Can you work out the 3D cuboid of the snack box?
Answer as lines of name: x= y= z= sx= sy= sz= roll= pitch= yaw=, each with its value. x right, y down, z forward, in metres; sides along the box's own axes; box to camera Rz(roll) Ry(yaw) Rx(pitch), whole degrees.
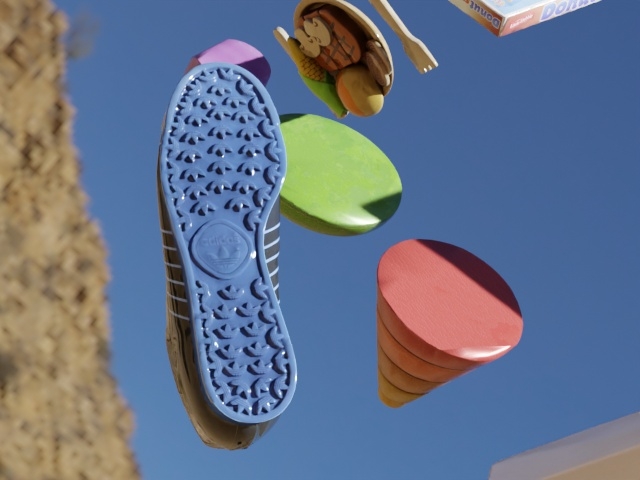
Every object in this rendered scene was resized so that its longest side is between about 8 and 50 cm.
snack box: x=0.183 y=-0.209 z=1.512 sx=0.064 sy=0.178 sz=0.022 roll=42 pitch=-44 yaw=29

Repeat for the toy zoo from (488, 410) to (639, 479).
toy zoo: x=0.164 y=0.149 z=0.570 sx=0.192 sy=0.030 sz=0.293 roll=-10 pitch=-75 yaw=13

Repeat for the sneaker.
sneaker: x=-0.063 y=0.012 z=1.131 sx=0.081 sy=0.232 sz=0.090 roll=2 pitch=-22 yaw=-16

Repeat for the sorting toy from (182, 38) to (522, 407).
sorting toy: x=0.000 y=0.000 z=1.493 sx=0.365 sy=0.127 sz=0.126 roll=47 pitch=-48 yaw=24

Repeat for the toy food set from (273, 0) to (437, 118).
toy food set: x=0.020 y=-0.178 z=1.829 sx=0.132 sy=0.038 sz=0.192 roll=51 pitch=-30 yaw=-8
